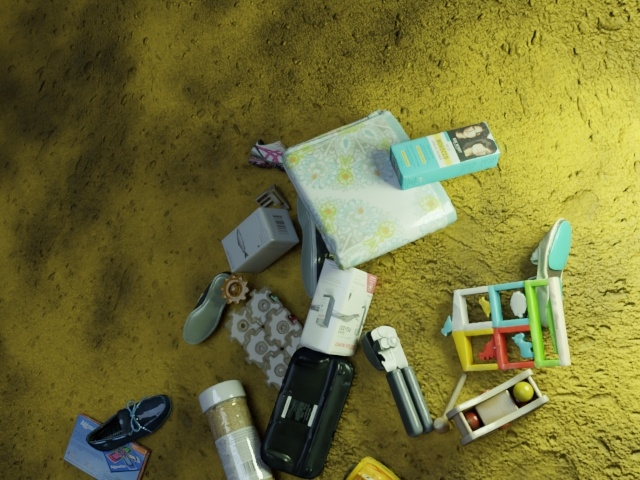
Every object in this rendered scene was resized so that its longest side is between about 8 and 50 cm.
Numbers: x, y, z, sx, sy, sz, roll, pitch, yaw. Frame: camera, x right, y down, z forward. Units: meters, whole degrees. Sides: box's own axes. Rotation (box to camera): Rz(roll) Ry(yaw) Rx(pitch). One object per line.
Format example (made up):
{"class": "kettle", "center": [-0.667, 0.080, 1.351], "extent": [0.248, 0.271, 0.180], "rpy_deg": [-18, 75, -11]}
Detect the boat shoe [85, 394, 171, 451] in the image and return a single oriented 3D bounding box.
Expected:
{"class": "boat shoe", "center": [-0.539, 0.520, 1.989], "extent": [0.258, 0.089, 0.109], "rpy_deg": [-37, 57, 1]}

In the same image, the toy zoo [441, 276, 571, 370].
{"class": "toy zoo", "center": [0.408, 0.196, 1.605], "extent": [0.293, 0.030, 0.192], "rpy_deg": [-13, 79, 40]}

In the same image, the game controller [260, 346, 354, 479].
{"class": "game controller", "center": [-0.033, 0.430, 1.769], "extent": [0.166, 0.067, 0.319], "rpy_deg": [19, 87, 7]}

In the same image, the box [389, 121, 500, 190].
{"class": "box", "center": [0.298, -0.204, 1.706], "extent": [0.244, 0.060, 0.100], "rpy_deg": [-15, 62, -5]}

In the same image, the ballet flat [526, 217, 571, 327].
{"class": "ballet flat", "center": [0.508, 0.071, 1.600], "extent": [0.086, 0.086, 0.248], "rpy_deg": [6, 82, 27]}

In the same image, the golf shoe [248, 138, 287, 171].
{"class": "golf shoe", "center": [-0.118, -0.239, 1.978], "extent": [0.186, 0.067, 0.086], "rpy_deg": [14, 84, 28]}

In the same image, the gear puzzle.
{"class": "gear puzzle", "center": [-0.155, 0.228, 1.885], "extent": [0.175, 0.044, 0.339], "rpy_deg": [-44, 73, 3]}

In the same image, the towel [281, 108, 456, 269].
{"class": "towel", "center": [0.112, -0.135, 1.763], "extent": [0.320, 0.090, 0.374], "rpy_deg": [-24, 63, -9]}

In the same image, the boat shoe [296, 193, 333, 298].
{"class": "boat shoe", "center": [0.000, 0.000, 1.848], "extent": [0.114, 0.091, 0.302], "rpy_deg": [159, 111, -68]}

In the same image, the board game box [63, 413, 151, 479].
{"class": "board game box", "center": [-0.624, 0.625, 2.060], "extent": [0.281, 0.027, 0.145], "rpy_deg": [17, 87, 28]}

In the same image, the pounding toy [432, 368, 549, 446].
{"class": "pounding toy", "center": [0.351, 0.353, 1.567], "extent": [0.269, 0.154, 0.155], "rpy_deg": [-34, 66, 16]}

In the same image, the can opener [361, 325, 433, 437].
{"class": "can opener", "center": [0.188, 0.337, 1.710], "extent": [0.093, 0.074, 0.280], "rpy_deg": [-51, 54, 47]}

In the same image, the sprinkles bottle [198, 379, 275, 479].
{"class": "sprinkles bottle", "center": [-0.203, 0.543, 1.817], "extent": [0.121, 0.121, 0.355], "rpy_deg": [-31, 67, 17]}

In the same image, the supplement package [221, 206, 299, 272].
{"class": "supplement package", "center": [-0.163, 0.002, 1.899], "extent": [0.179, 0.105, 0.105], "rpy_deg": [-38, 64, 35]}

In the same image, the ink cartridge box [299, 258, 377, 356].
{"class": "ink cartridge box", "center": [0.047, 0.171, 1.754], "extent": [0.092, 0.158, 0.218], "rpy_deg": [17, 87, 29]}

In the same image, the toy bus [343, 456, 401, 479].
{"class": "toy bus", "center": [0.069, 0.620, 1.617], "extent": [0.149, 0.211, 0.220], "rpy_deg": [32, 92, 30]}

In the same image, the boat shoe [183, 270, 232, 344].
{"class": "boat shoe", "center": [-0.308, 0.188, 1.980], "extent": [0.081, 0.069, 0.228], "rpy_deg": [32, 97, -7]}

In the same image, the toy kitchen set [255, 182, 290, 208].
{"class": "toy kitchen set", "center": [-0.134, -0.100, 1.959], "extent": [0.075, 0.083, 0.068], "rpy_deg": [-36, 107, 15]}
